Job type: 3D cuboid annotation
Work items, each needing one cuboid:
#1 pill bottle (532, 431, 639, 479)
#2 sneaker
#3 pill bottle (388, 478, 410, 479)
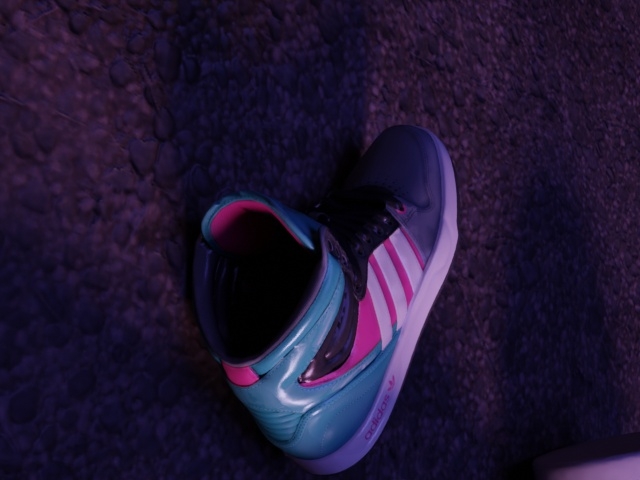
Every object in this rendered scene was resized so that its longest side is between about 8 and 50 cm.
[{"bbox_3d":[0.318,0.366,0.949,0.204,0.204,0.360,-3,79,-48],"label":"pill bottle"},{"bbox_3d":[0.000,0.000,0.753,0.178,0.124,0.295,48,51,-43],"label":"sneaker"},{"bbox_3d":[0.120,0.315,0.779,0.301,0.169,0.169,42,54,-35],"label":"pill bottle"}]
